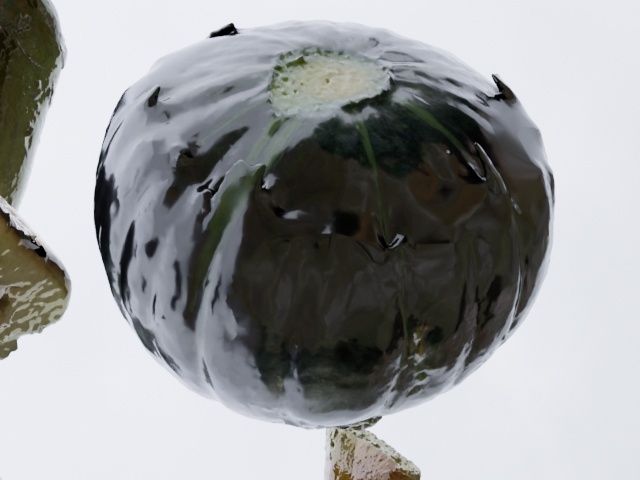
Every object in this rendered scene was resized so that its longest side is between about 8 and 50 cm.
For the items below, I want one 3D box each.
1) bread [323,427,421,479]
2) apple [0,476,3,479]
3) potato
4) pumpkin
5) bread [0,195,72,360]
[{"bbox_3d":[0.039,0.277,1.197,0.054,0.154,0.136,2,-72,-32],"label":"bread"},{"bbox_3d":[-0.458,0.341,1.172,0.271,0.251,0.207,-16,-80,-11],"label":"apple"},{"bbox_3d":[-0.329,-0.110,1.017,0.141,0.176,0.298,18,-94,-14],"label":"potato"},{"bbox_3d":[0.000,0.000,0.717,0.295,0.295,0.296,-9,-74,-36],"label":"pumpkin"},{"bbox_3d":[-0.299,0.030,0.819,0.183,0.211,0.224,-46,-74,-13],"label":"bread"}]
